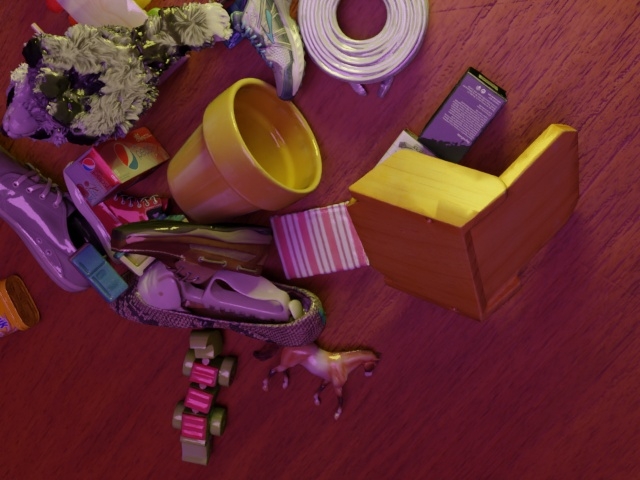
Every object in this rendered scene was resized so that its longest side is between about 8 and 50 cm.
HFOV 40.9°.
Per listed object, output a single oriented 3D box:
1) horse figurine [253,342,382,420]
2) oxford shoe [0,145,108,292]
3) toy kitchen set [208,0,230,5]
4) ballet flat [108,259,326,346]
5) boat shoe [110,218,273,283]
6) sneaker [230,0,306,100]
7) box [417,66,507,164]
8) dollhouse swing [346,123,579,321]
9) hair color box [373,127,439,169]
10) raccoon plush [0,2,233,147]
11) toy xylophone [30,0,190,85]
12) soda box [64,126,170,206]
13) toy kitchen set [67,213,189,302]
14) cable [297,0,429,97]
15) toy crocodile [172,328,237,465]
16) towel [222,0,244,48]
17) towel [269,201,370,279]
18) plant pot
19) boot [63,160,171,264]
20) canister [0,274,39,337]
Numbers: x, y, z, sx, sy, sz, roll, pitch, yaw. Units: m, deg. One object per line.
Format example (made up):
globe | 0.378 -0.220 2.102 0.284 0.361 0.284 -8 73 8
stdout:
horse figurine | -0.019 0.277 1.864 0.263 0.066 0.174 23 114 1
oxford shoe | -0.610 -0.090 1.826 0.130 0.169 0.449 -33 104 20
toy kitchen set | -0.212 -0.496 1.681 0.068 0.083 0.075 -37 95 17
ballet flat | -0.224 0.107 1.794 0.483 0.182 0.164 10 62 7
boat shoe | -0.233 0.025 1.624 0.324 0.122 0.120 2 96 -33
sneaker | -0.111 -0.405 1.651 0.122 0.110 0.283 -15 102 -17
box | 0.269 -0.236 1.622 0.093 0.156 0.158 36 108 0
dollhouse swing | 0.277 -0.073 1.614 0.315 0.347 0.305 21 67 28
hair color box | 0.154 -0.131 1.727 0.093 0.053 0.167 38 110 0
raccoon plush | -0.402 -0.303 1.664 0.446 0.299 0.216 -18 101 -23
toy xylophone | -0.426 -0.432 1.705 0.236 0.081 0.323 -29 111 16
soda box | -0.398 -0.153 1.714 0.083 0.263 0.092 -36 97 19
toy kitchen set | -0.371 0.017 1.709 0.207 0.166 0.122 -45 110 -19
cable | 0.078 -0.428 1.641 0.257 0.089 0.257 36 108 0
toy crocodile | -0.264 0.350 1.908 0.115 0.105 0.340 14 107 7
towel | -0.160 -0.443 1.714 0.119 0.029 0.067 -38 94 18
towel | 0.000 0.000 1.807 0.197 0.029 0.144 -10 103 16
plant pot | -0.166 -0.153 1.696 0.239 0.254 0.254 -29 98 33
boot | -0.421 -0.091 1.835 0.176 0.088 0.244 -30 101 12
canister | -0.750 0.167 1.968 0.170 0.073 0.126 -22 99 17
